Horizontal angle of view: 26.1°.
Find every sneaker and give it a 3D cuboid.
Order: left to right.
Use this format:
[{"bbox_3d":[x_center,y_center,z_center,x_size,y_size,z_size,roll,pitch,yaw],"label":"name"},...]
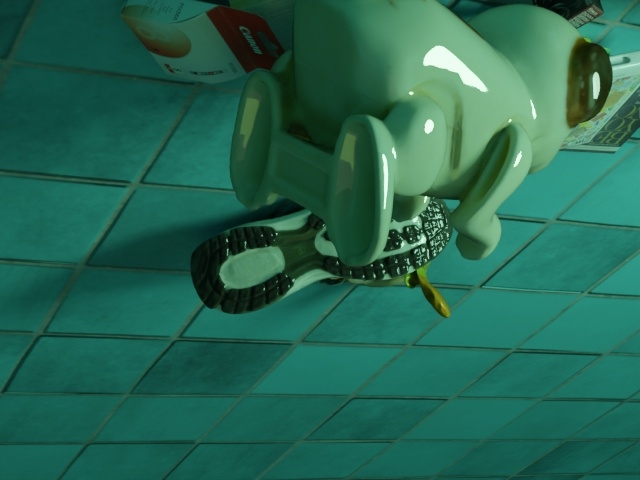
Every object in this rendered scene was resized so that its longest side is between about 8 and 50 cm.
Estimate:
[{"bbox_3d":[0.000,0.000,2.155,0.410,0.158,0.182,-12,-176,-2],"label":"sneaker"}]

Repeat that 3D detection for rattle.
[{"bbox_3d":[0.098,0.087,2.311,0.199,0.143,0.130,-13,172,-11],"label":"rattle"}]

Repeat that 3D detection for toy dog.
[{"bbox_3d":[0.136,-0.175,1.612,0.407,0.396,0.284,-7,-165,-37],"label":"toy dog"}]

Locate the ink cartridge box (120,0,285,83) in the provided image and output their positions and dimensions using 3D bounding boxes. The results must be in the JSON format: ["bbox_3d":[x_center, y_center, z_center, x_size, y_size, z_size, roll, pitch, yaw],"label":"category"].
[{"bbox_3d":[-0.128,-0.227,1.620,0.179,0.045,0.145,18,164,24],"label":"ink cartridge box"}]

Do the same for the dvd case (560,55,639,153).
[{"bbox_3d":[0.418,-0.194,2.019,0.164,0.018,0.221,1,150,-24],"label":"dvd case"}]

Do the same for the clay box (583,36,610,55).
[{"bbox_3d":[0.276,-0.219,1.874,0.127,0.053,0.222,5,147,-36],"label":"clay box"}]

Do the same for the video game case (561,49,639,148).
[{"bbox_3d":[0.332,-0.180,1.898,0.206,0.026,0.227,-13,159,-24],"label":"video game case"}]

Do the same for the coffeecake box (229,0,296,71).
[{"bbox_3d":[-0.016,-0.270,1.646,0.142,0.068,0.185,-17,152,9],"label":"coffeecake box"}]

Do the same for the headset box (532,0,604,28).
[{"bbox_3d":[0.313,-0.298,1.730,0.083,0.062,0.032,-28,149,31],"label":"headset box"}]
